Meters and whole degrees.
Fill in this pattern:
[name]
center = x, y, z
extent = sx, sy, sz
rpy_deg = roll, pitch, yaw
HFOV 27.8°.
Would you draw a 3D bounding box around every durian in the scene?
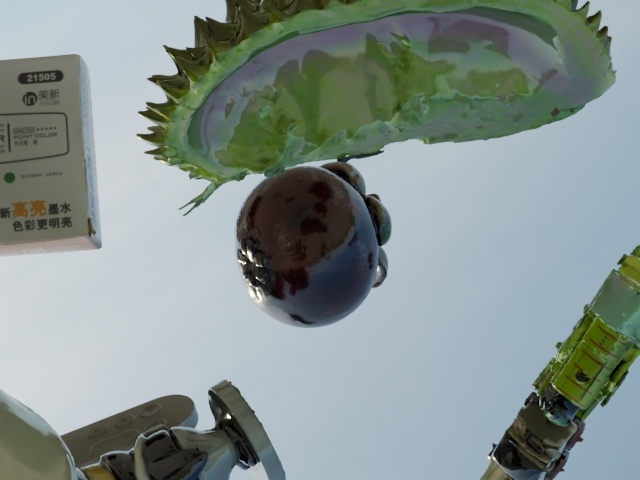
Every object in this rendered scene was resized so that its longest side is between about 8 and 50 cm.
[durian]
center = 0.030, -0.126, 0.934
extent = 0.356, 0.169, 0.157
rpy_deg = -15, -164, 9

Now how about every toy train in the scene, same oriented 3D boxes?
[toy train]
center = 0.160, 0.104, 0.841
extent = 0.053, 0.249, 0.085
rpy_deg = 37, -140, 15

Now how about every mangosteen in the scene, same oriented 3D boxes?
[mangosteen]
center = 0.000, 0.000, 1.422
extent = 0.200, 0.200, 0.200
rpy_deg = -23, -153, 13

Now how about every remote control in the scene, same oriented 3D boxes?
[remote control]
center = -0.244, 0.220, 1.344
extent = 0.245, 0.022, 0.077
rpy_deg = -20, -156, -8

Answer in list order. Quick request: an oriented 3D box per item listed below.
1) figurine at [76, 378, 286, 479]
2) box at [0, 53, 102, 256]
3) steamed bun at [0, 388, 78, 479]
[figurine]
center = -0.164, 0.239, 1.209
extent = 0.236, 0.133, 0.176
rpy_deg = -30, 169, -17
[box]
center = -0.390, -0.087, 1.455
extent = 0.274, 0.220, 0.091
rpy_deg = -7, 171, -1
[steamed bun]
center = -0.365, 0.212, 0.692
extent = 0.456, 0.371, 0.290
rpy_deg = 23, -160, 25
